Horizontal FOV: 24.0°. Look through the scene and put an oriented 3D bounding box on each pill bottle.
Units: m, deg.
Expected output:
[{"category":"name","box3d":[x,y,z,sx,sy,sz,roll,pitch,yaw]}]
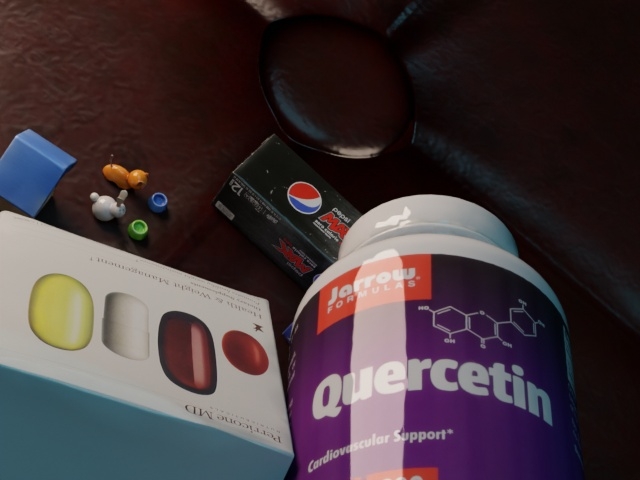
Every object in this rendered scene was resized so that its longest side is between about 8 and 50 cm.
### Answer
[{"category":"pill bottle","box3d":[0.066,0.123,0.911,0.182,0.181,0.323,19,41,-15]}]

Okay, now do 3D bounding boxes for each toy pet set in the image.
[{"category":"toy pet set","box3d":[-0.176,-0.033,1.096,0.114,0.065,0.122,34,53,-4]}]

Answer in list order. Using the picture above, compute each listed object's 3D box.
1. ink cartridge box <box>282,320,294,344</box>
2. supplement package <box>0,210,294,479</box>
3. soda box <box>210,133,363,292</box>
[{"category":"ink cartridge box","box3d":[0.061,0.125,1.099,0.046,0.097,0.207,-27,77,-34]},{"category":"supplement package","box3d":[-0.137,0.110,0.927,0.194,0.149,0.203,19,20,-15]},{"category":"soda box","box3d":[0.000,0.000,1.168,0.169,0.053,0.060,43,53,2]}]
